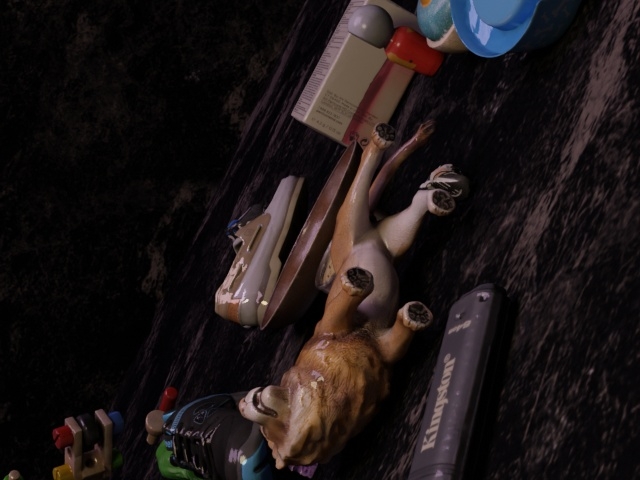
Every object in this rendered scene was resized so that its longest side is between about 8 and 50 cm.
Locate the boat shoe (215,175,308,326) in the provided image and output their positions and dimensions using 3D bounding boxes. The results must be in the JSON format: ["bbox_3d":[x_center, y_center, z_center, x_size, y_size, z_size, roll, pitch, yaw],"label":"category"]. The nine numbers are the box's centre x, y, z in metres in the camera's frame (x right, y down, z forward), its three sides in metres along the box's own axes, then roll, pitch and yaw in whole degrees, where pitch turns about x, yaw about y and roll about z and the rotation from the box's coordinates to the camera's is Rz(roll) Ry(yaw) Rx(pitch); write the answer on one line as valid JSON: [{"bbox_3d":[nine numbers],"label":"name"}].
[{"bbox_3d":[-0.093,0.007,2.031,0.113,0.103,0.302,81,-160,-47],"label":"boat shoe"}]

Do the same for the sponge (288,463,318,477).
[{"bbox_3d":[0.010,0.178,1.510,0.210,0.031,0.117,-65,12,-3],"label":"sponge"}]

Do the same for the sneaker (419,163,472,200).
[{"bbox_3d":[0.151,-0.072,1.446,0.043,0.040,0.109,-55,15,-9],"label":"sneaker"}]

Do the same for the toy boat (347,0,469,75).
[{"bbox_3d":[0.161,-0.343,1.707,0.318,0.148,0.267,-45,22,53],"label":"toy boat"}]

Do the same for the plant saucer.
[{"bbox_3d":[0.000,0.000,1.809,0.310,0.050,0.310,-63,6,11],"label":"plant saucer"}]

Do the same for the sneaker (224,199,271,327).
[{"bbox_3d":[-0.126,0.033,2.143,0.217,0.121,0.079,-64,12,-7],"label":"sneaker"}]

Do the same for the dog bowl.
[{"bbox_3d":[0.243,-0.341,1.360,0.166,0.074,0.297,52,131,47],"label":"dog bowl"}]

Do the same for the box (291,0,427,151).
[{"bbox_3d":[0.067,-0.267,1.974,0.232,0.127,0.148,-61,12,5],"label":"box"}]

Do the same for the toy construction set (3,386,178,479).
[{"bbox_3d":[-0.345,0.417,2.101,0.309,0.257,0.237,-47,-12,-36],"label":"toy construction set"}]

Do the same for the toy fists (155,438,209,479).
[{"bbox_3d":[-0.215,0.372,1.871,0.279,0.096,0.142,-66,12,-7],"label":"toy fists"}]

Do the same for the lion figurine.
[{"bbox_3d":[0.045,0.059,1.387,0.240,0.142,0.392,-62,3,49],"label":"lion figurine"}]

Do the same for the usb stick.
[{"bbox_3d":[0.117,0.161,1.087,0.077,0.045,0.278,-47,20,54],"label":"usb stick"}]

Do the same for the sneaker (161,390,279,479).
[{"bbox_3d":[-0.129,0.271,1.569,0.341,0.140,0.125,178,89,-81],"label":"sneaker"}]

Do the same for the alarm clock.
[{"bbox_3d":[0.050,0.024,1.580,0.129,0.064,0.192,-58,9,11],"label":"alarm clock"}]
